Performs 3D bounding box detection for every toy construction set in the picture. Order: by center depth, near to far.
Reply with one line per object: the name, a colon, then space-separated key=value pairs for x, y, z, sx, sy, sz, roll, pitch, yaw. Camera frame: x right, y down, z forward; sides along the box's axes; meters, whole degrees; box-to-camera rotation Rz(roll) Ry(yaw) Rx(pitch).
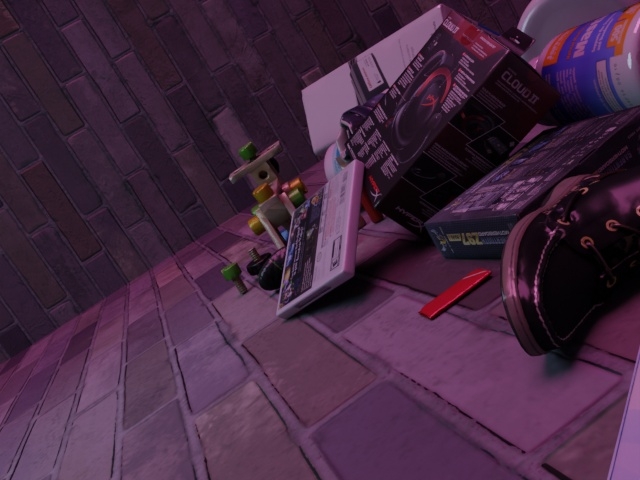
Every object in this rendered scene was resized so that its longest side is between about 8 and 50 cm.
toy construction set: x=-0.056 y=-0.093 z=1.278 sx=0.308 sy=0.237 sz=0.257 roll=-23 pitch=14 yaw=32

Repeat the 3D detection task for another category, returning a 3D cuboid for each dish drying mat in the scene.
dish drying mat: x=0.142 y=0.056 z=0.708 sx=0.083 sy=0.008 sz=0.032 roll=-33 pitch=12 yaw=-11

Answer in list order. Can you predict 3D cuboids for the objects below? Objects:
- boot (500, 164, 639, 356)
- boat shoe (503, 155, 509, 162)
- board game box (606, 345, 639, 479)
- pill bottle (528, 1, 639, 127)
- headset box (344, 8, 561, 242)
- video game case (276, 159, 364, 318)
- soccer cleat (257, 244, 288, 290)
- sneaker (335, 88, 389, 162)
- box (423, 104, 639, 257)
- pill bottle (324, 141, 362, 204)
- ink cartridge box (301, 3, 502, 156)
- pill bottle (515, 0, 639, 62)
boot: x=0.250 y=-0.008 z=0.508 sx=0.178 sy=0.085 sz=0.236 roll=-18 pitch=17 yaw=43
boat shoe: x=0.194 y=-0.100 z=1.065 sx=0.233 sy=0.079 sz=0.084 roll=-18 pitch=15 yaw=43
board game box: x=0.280 y=0.047 z=0.237 sx=0.318 sy=0.066 sz=0.318 roll=-22 pitch=15 yaw=42
pill bottle: x=0.387 y=-0.224 z=0.900 sx=0.152 sy=0.152 sz=0.272 roll=-34 pitch=12 yaw=-12
headset box: x=0.181 y=-0.179 z=0.948 sx=0.293 sy=0.110 sz=0.218 roll=-50 pitch=27 yaw=19
video game case: x=0.000 y=0.000 z=0.961 sx=0.173 sy=0.022 sz=0.191 roll=-37 pitch=37 yaw=46
soccer cleat: x=-0.027 y=0.030 z=1.143 sx=0.178 sy=0.060 sz=0.072 roll=-33 pitch=24 yaw=-10
sneaker: x=0.128 y=-0.157 z=1.148 sx=0.163 sy=0.226 sz=0.086 roll=-29 pitch=-28 yaw=-33
box: x=0.260 y=-0.065 z=0.786 sx=0.232 sy=0.059 sz=0.183 roll=-36 pitch=12 yaw=-19
pill bottle: x=0.144 y=-0.173 z=1.331 sx=0.264 sy=0.146 sz=0.146 roll=-22 pitch=14 yaw=41
ink cartridge box: x=0.198 y=-0.314 z=1.466 sx=0.394 sy=0.166 sz=0.285 roll=-21 pitch=-17 yaw=41
pill bottle: x=0.489 y=-0.391 z=1.201 sx=0.210 sy=0.210 sz=0.363 roll=-23 pitch=15 yaw=37
